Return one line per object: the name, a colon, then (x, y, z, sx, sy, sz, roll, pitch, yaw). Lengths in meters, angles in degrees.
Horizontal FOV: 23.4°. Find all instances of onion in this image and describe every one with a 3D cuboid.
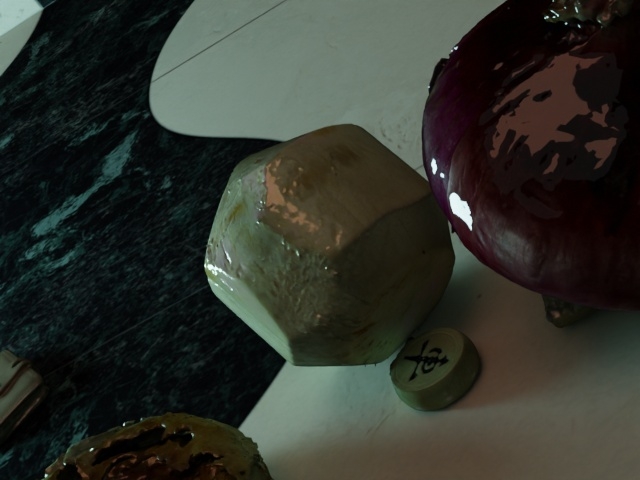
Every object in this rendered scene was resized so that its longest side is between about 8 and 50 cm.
onion: (0.249, -0.115, 1.278, 0.347, 0.285, 0.347, -6, 43, 5)

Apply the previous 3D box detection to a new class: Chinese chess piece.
Chinese chess piece: (0.104, 0.116, 1.402, 0.084, 0.034, 0.084, -28, 31, 18)

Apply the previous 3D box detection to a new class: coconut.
coconut: (-0.001, 0.003, 1.479, 0.241, 0.241, 0.241, -29, 29, 18)

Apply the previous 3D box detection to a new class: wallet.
wallet: (-0.392, 0.191, 1.874, 0.118, 0.039, 0.153, -48, 28, -13)

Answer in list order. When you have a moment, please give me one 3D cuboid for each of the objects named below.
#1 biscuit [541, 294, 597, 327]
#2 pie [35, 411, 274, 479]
biscuit: (0.261, -0.023, 1.428, 0.133, 0.032, 0.250, -24, 31, 21)
pie: (-0.166, 0.251, 1.402, 0.308, 0.085, 0.308, -14, 25, 7)
